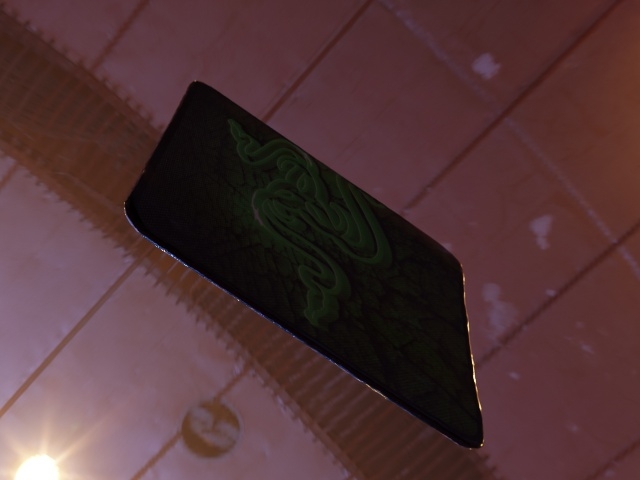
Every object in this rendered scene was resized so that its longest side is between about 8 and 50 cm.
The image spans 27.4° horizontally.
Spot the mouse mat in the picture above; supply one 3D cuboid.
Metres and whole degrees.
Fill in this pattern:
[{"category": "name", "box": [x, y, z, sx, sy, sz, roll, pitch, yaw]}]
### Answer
[{"category": "mouse mat", "box": [0.000, 0.000, 0.526, 0.152, 0.190, 0.007, 34, -72, -10]}]
